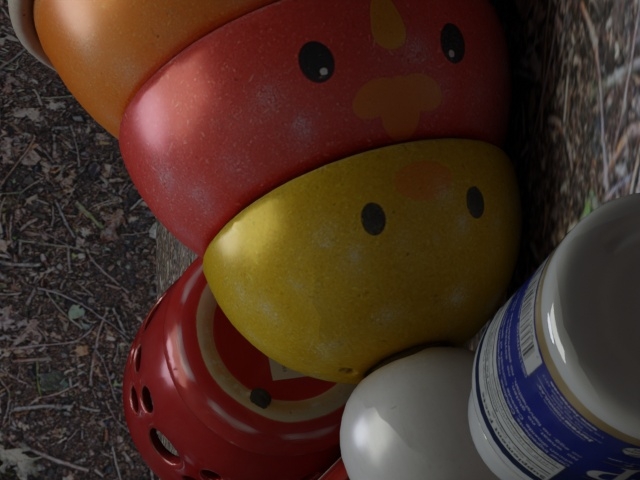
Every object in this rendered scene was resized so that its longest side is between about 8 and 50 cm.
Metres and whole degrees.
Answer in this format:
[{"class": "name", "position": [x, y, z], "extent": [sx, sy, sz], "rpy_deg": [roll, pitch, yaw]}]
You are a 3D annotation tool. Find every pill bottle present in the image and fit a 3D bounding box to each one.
[{"class": "pill bottle", "position": [0.132, 0.060, 0.854], "extent": [0.187, 0.112, 0.112], "rpy_deg": [118, 153, -68]}]

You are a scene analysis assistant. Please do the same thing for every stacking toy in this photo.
[{"class": "stacking toy", "position": [0.026, -0.032, 1.198], "extent": [0.350, 0.350, 0.480], "rpy_deg": [114, 138, -63]}]

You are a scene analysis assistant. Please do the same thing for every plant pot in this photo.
[{"class": "plant pot", "position": [-0.045, 0.092, 1.366], "extent": [0.174, 0.191, 0.191], "rpy_deg": [117, 154, -67]}]

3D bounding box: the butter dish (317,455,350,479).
[{"class": "butter dish", "position": [0.042, 0.217, 1.332], "extent": [0.160, 0.118, 0.160], "rpy_deg": [-43, -10, -26]}]
